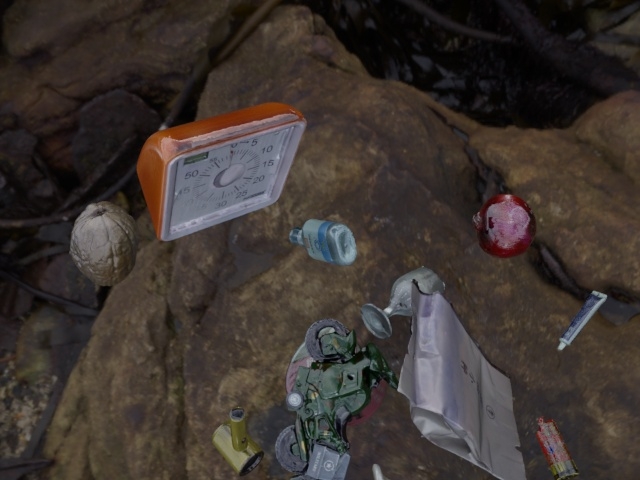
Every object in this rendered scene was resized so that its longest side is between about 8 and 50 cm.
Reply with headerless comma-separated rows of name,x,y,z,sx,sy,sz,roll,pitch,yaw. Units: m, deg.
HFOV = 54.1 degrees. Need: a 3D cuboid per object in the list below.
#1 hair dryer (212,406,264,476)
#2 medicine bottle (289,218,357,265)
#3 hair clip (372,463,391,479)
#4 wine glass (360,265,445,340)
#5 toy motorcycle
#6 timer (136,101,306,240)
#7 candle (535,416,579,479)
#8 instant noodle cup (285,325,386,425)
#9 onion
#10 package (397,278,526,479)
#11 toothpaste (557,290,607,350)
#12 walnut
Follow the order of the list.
hair dryer,-0.225,0.512,1.670,0.090,0.278,0.135,-33,60,-29
medicine bottle,0.000,0.000,1.315,0.054,0.090,0.209,-23,17,-26
hair clip,0.181,0.587,1.291,0.282,0.172,0.113,42,93,-7
wine glass,0.237,0.173,1.786,0.241,0.126,0.126,-32,60,-31
toy motorcycle,0.036,0.280,1.056,0.187,0.124,0.274,16,77,5
timer,-0.174,-0.140,1.087,0.258,0.250,0.161,-22,83,-28
candle,0.487,0.430,1.308,0.052,0.052,0.130,-18,55,6
instant noodle cup,0.048,0.364,1.642,0.235,0.178,0.234,-30,34,24
onion,0.357,-0.028,1.220,0.131,0.131,0.131,-5,66,12
package,0.187,0.195,0.852,0.062,0.251,0.203,-32,26,32
toothpaste,0.503,0.157,1.215,0.140,0.021,0.037,-51,26,-6
walnut,-0.542,0.018,1.585,0.178,0.230,0.178,9,38,-7
